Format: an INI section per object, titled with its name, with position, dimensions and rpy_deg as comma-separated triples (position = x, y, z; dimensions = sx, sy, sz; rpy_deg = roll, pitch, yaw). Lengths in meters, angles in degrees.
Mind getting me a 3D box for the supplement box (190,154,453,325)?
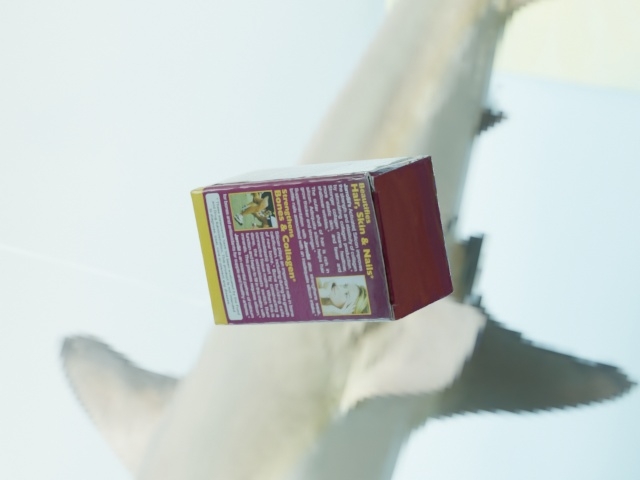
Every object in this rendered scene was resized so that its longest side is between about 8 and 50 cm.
[supplement box]
position = 0.000, 0.000, 0.693
dimensions = 0.043, 0.083, 0.055
rpy_deg = -21, -75, -52
